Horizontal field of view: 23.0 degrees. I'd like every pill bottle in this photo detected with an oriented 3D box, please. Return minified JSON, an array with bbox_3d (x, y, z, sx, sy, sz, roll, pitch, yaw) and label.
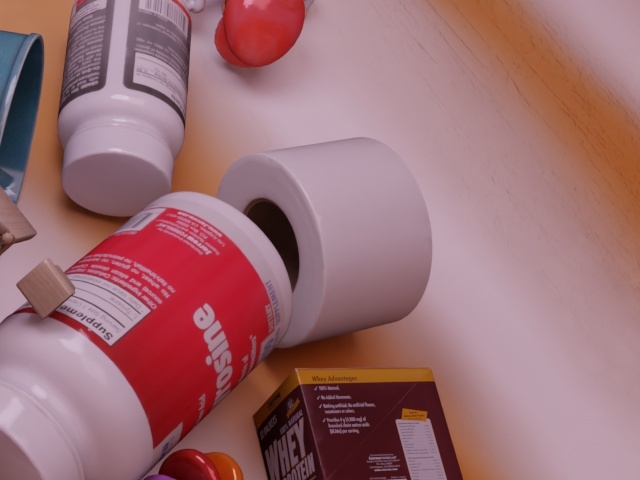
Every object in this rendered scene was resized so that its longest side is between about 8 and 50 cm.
[{"bbox_3d":[-0.229,0.136,1.740,0.229,0.229,0.407,44,48,4],"label":"pill bottle"},{"bbox_3d":[-0.250,-0.182,1.995,0.161,0.161,0.283,15,53,-20],"label":"pill bottle"}]

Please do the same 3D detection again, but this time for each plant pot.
[{"bbox_3d":[-0.470,-0.131,1.779,0.255,0.272,0.272,13,52,-5],"label":"plant pot"}]

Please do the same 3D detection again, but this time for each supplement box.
[{"bbox_3d":[0.047,0.265,1.875,0.191,0.129,0.194,2,58,-29],"label":"supplement box"}]

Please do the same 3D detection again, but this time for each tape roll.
[{"bbox_3d":[0.000,0.000,1.957,0.169,0.246,0.246,-12,65,-35],"label":"tape roll"}]

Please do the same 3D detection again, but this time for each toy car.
[{"bbox_3d":[-0.148,0.300,1.701,0.159,0.136,0.182,12,37,31],"label":"toy car"}]

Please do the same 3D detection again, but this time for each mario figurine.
[{"bbox_3d":[-0.111,-0.354,2.251,0.198,0.170,0.320,-11,46,5],"label":"mario figurine"}]

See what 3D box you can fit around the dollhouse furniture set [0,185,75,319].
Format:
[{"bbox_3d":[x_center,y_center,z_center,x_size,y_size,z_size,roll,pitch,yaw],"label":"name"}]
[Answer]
[{"bbox_3d":[-0.486,0.018,1.587,0.355,0.303,0.174,50,13,5],"label":"dollhouse furniture set"}]
